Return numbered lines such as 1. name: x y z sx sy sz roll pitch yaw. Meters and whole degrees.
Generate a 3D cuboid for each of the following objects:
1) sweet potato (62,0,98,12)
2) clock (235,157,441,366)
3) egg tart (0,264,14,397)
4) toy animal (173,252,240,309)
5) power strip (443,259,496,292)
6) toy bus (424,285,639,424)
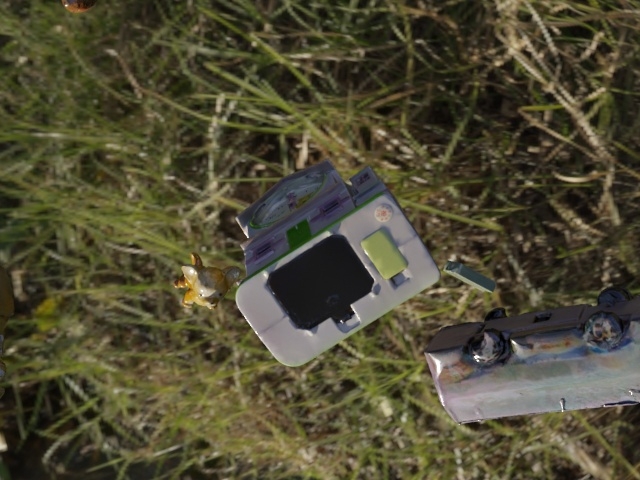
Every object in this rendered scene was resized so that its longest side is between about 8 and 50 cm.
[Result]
1. sweet potato: -0.293 -0.359 1.308 0.050 0.050 0.214 -27 48 31
2. clock: 0.000 0.000 1.419 0.235 0.309 0.166 -33 109 5
3. egg tart: -0.300 0.032 0.434 0.352 0.352 0.150 60 147 14
4. toy animal: -0.121 0.038 1.107 0.083 0.061 0.081 123 151 -58
5. power strip: 0.185 0.045 1.281 0.027 0.083 0.017 17 83 53
6. toy bus: 0.300 0.149 1.326 0.317 0.112 0.137 -11 103 28
